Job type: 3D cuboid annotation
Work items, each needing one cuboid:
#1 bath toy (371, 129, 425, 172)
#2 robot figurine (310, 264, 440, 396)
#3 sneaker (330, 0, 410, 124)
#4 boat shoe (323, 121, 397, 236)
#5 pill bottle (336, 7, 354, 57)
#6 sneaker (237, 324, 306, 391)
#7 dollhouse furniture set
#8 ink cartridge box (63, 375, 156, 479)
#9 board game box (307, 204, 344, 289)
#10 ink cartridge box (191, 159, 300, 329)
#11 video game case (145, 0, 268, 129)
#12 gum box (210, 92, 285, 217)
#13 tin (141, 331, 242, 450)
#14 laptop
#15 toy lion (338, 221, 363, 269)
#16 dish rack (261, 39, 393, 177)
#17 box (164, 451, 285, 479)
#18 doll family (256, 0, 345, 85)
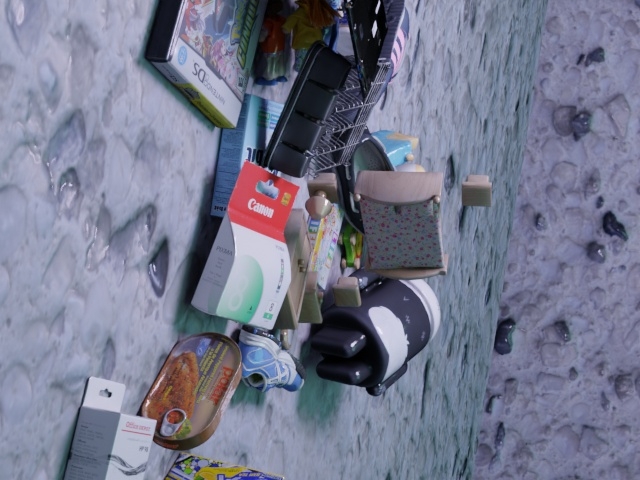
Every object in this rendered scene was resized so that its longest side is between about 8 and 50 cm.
[{"bbox_3d":[0.141,-0.036,2.481,0.151,0.129,0.348,-15,116,-27],"label":"bath toy"},{"bbox_3d":[0.102,0.165,2.341,0.278,0.173,0.209,-33,159,-42],"label":"robot figurine"},{"bbox_3d":[0.099,-0.302,2.262,0.131,0.112,0.319,71,35,-47],"label":"sneaker"},{"bbox_3d":[0.091,-0.091,2.279,0.114,0.091,0.302,-40,133,-8],"label":"boat shoe"},{"bbox_3d":[0.067,-0.384,2.207,0.067,0.067,0.120,74,32,-49],"label":"pill bottle"},{"bbox_3d":[-0.090,0.208,2.037,0.081,0.080,0.211,-65,148,-15],"label":"sneaker"},{"bbox_3d":[0.098,0.057,2.021,0.303,0.355,0.174,79,17,-44],"label":"dollhouse furniture set"},{"bbox_3d":[-0.266,0.270,1.592,0.104,0.060,0.180,33,67,-67],"label":"ink cartridge box"},{"bbox_3d":[0.000,0.000,2.244,0.103,0.026,0.154,48,54,-65],"label":"board game box"},{"bbox_3d":[-0.091,0.012,1.856,0.181,0.056,0.225,23,89,-62],"label":"ink cartridge box"},{"bbox_3d":[-0.141,-0.323,1.720,0.248,0.035,0.275,43,58,-66],"label":"video game case"},{"bbox_3d":[-0.103,-0.123,1.894,0.157,0.041,0.184,4,96,-70],"label":"gum box"},{"bbox_3d":[-0.175,0.209,1.745,0.040,0.106,0.190,78,29,-44],"label":"tin"},{"bbox_3d":[0.001,-0.370,1.830,0.234,0.136,0.264,-72,154,-54],"label":"laptop"},{"bbox_3d":[0.064,0.002,2.418,0.096,0.034,0.100,-70,158,-46],"label":"toy lion"},{"bbox_3d":[0.021,-0.201,1.945,0.208,0.074,0.271,-65,166,17],"label":"dish rack"},{"bbox_3d":[-0.136,0.362,1.823,0.059,0.168,0.054,-59,151,-46],"label":"box"},{"bbox_3d":[-0.005,-0.338,1.956,0.263,0.118,0.163,-38,133,-61],"label":"doll family"}]
